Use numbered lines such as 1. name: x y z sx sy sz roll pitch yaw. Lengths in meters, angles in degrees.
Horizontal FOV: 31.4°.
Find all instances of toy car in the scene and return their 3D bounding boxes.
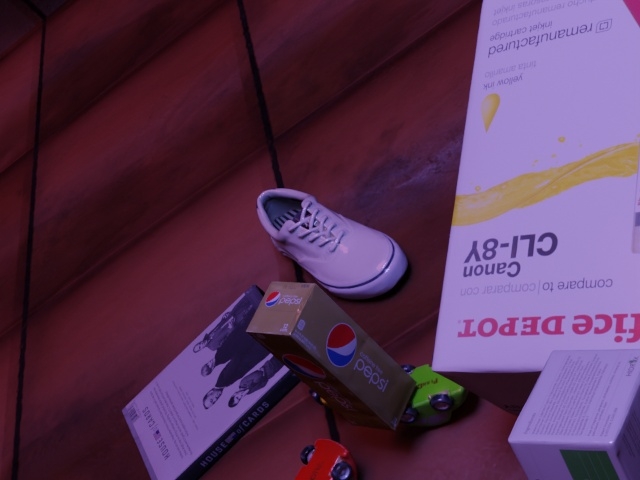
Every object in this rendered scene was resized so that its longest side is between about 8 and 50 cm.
1. toy car: 0.064 0.179 1.177 0.225 0.053 0.239 -23 42 28

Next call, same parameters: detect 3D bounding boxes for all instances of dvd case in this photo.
1. dvd case: -0.131 0.182 1.391 0.238 0.029 0.179 -44 36 3

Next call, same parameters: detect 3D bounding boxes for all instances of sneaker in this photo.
1. sneaker: 0.000 0.000 1.383 0.258 0.091 0.094 20 70 52

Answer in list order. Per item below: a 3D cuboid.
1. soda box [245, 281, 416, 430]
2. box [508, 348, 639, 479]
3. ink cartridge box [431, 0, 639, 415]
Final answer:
1. soda box: 0.014 0.113 1.088 0.061 0.181 0.058 0 55 44
2. box: 0.211 0.150 0.851 0.087 0.101 0.102 -5 34 40
3. ink cartridge box: 0.274 -0.044 1.008 0.279 0.160 0.385 -6 66 40
